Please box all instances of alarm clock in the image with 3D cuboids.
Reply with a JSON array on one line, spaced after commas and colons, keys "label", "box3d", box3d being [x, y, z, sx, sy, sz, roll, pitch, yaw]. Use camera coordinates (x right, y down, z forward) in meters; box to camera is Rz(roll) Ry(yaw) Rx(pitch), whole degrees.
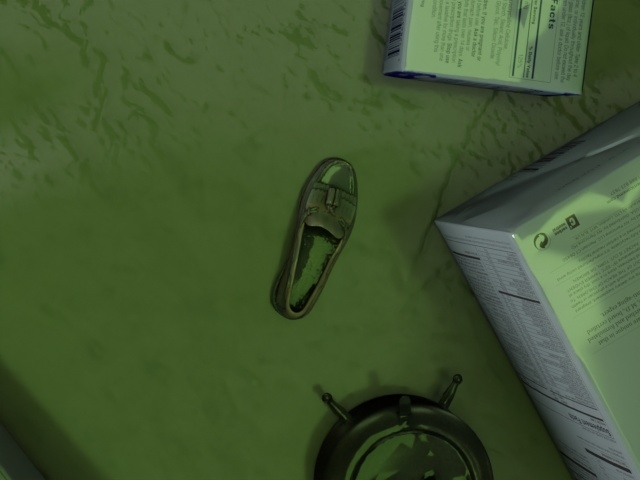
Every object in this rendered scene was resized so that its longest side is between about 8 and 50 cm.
[{"label": "alarm clock", "box3d": [0.065, 0.202, 1.023, 0.129, 0.064, 0.192, -8, 98, -9]}]

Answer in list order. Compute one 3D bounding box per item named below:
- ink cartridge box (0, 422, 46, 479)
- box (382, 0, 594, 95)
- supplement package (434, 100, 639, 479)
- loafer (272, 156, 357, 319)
[{"label": "ink cartridge box", "box3d": [-0.306, 0.187, 0.894, 0.223, 0.129, 0.307, -39, 86, -5]}, {"label": "box", "box3d": [0.124, -0.174, 1.002, 0.137, 0.072, 0.126, 7, 92, -9]}, {"label": "supplement package", "box3d": [0.245, 0.055, 0.972, 0.199, 0.198, 0.263, -30, 97, -7]}, {"label": "loafer", "box3d": [0.000, 0.000, 1.008, 0.045, 0.039, 0.125, 19, 90, -9]}]
